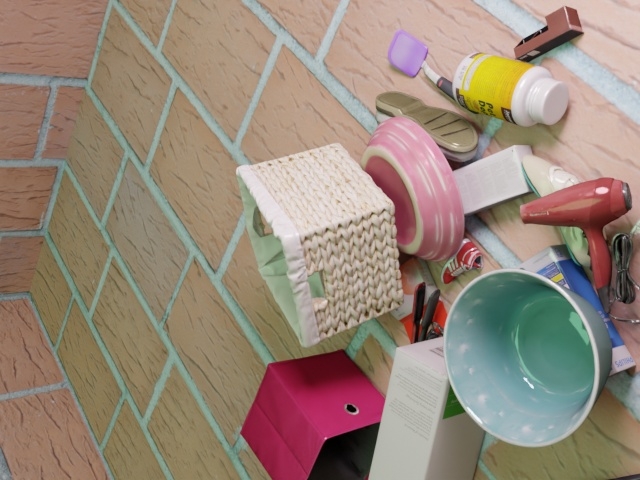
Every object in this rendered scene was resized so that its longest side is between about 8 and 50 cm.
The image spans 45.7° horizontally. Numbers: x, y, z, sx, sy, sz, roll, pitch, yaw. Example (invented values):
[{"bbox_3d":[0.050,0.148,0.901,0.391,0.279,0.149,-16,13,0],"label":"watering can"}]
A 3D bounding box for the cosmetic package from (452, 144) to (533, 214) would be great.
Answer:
[{"bbox_3d":[0.340,-0.115,1.591,0.239,0.061,0.098,-21,82,48],"label":"cosmetic package"}]

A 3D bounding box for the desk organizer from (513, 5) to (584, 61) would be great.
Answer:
[{"bbox_3d":[0.435,-0.397,1.467,0.130,0.047,0.050,-23,74,48],"label":"desk organizer"}]

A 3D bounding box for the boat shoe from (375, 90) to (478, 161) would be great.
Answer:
[{"bbox_3d":[0.234,-0.234,1.678,0.302,0.113,0.103,42,144,46],"label":"boat shoe"}]

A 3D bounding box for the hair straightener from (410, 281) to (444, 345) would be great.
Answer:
[{"bbox_3d":[0.243,0.212,1.727,0.089,0.047,0.230,23,117,33],"label":"hair straightener"}]

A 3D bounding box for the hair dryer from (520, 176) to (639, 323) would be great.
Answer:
[{"bbox_3d":[0.488,0.000,1.344,0.294,0.080,0.223,33,108,22],"label":"hair dryer"}]

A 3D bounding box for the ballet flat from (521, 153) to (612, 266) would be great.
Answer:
[{"bbox_3d":[0.471,-0.071,1.432,0.086,0.086,0.248,-38,74,44],"label":"ballet flat"}]

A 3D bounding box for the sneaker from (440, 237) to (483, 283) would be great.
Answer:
[{"bbox_3d":[0.310,0.061,1.658,0.067,0.042,0.118,49,125,39],"label":"sneaker"}]

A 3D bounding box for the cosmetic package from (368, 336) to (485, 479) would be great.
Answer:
[{"bbox_3d":[0.244,0.408,1.653,0.155,0.197,0.365,25,114,44],"label":"cosmetic package"}]

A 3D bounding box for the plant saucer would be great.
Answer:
[{"bbox_3d":[0.183,-0.101,1.653,0.332,0.084,0.332,54,157,35],"label":"plant saucer"}]

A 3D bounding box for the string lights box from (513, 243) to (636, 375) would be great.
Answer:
[{"bbox_3d":[0.470,0.150,1.456,0.133,0.077,0.259,-42,63,41],"label":"string lights box"}]

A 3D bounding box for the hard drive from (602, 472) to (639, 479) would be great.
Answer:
[{"bbox_3d":[0.587,0.603,1.376,0.237,0.064,0.338,-35,69,45],"label":"hard drive"}]

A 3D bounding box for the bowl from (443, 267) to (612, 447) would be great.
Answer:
[{"bbox_3d":[0.393,0.198,1.365,0.312,0.163,0.311,6,98,48],"label":"bowl"}]

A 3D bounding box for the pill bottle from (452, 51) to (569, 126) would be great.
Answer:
[{"bbox_3d":[0.373,-0.294,1.493,0.215,0.117,0.117,30,116,44],"label":"pill bottle"}]

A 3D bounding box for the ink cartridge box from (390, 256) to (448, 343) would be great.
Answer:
[{"bbox_3d":[0.214,0.146,1.777,0.145,0.045,0.179,-39,63,44],"label":"ink cartridge box"}]

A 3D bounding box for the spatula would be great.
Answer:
[{"bbox_3d":[0.254,-0.365,1.690,0.296,0.030,0.084,49,129,34],"label":"spatula"}]

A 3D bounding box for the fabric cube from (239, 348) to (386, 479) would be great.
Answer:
[{"bbox_3d":[-0.004,0.462,1.900,0.258,0.254,0.259,47,127,38],"label":"fabric cube"}]

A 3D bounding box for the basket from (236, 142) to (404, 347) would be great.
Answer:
[{"bbox_3d":[0.000,0.000,1.722,0.331,0.267,0.328,-124,19,-50],"label":"basket"}]
